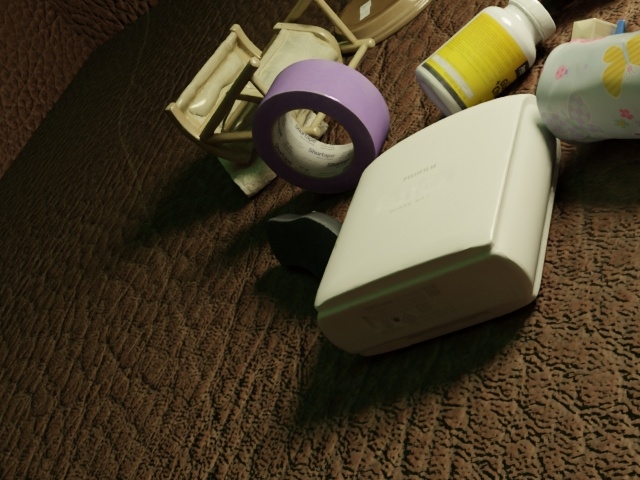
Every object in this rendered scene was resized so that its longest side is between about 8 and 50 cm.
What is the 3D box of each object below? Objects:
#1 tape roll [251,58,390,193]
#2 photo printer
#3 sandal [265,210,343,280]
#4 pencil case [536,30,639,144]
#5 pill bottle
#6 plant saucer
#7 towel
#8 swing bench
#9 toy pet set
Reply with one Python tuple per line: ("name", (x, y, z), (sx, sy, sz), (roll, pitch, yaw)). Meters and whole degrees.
("tape roll", (0.000, -0.164, 1.478), (0.189, 0.189, 0.080), (-22, 31, 38))
("photo printer", (0.141, -0.032, 1.149), (0.256, 0.107, 0.307), (-22, 31, 36))
("sandal", (0.000, -0.001, 1.339), (0.055, 0.097, 0.254), (-21, 18, -21))
("pencil case", (0.350, -0.156, 1.036), (0.273, 0.124, 0.113), (4, 70, 59))
("pill bottle", (0.227, -0.252, 1.390), (0.184, 0.103, 0.103), (-41, 24, 3))
("plant saucer", (0.130, -0.465, 1.966), (0.278, 0.041, 0.278), (-33, 27, 19))
("towel", (-0.095, -0.184, 1.824), (0.187, 0.049, 0.282), (-42, 24, 1))
("swing bench", (-0.085, -0.275, 1.725), (0.255, 0.165, 0.253), (-18, 33, 46))
("toy pet set", (0.333, -0.210, 1.246), (0.122, 0.065, 0.114), (9, 90, 64))
